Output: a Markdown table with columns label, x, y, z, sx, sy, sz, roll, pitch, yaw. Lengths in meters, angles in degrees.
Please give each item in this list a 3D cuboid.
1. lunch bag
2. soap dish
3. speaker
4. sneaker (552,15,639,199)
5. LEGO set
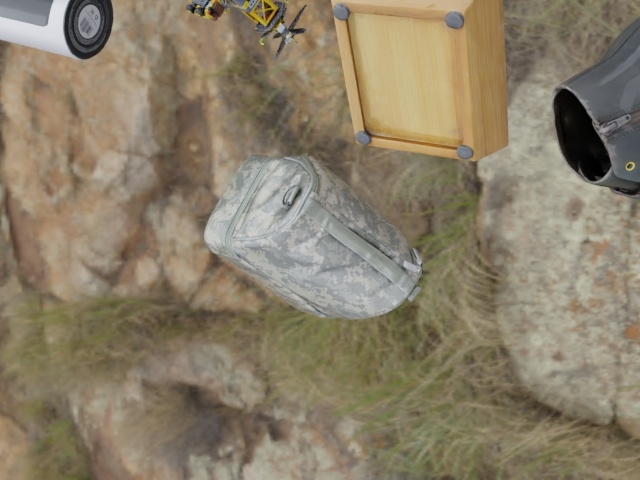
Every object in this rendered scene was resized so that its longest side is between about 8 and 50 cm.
| label | x | y | z | sx | sy | sz | roll | pitch | yaw |
| --- | --- | --- | --- | --- | --- | --- | --- | --- | --- |
| lunch bag | 0.000 | 0.000 | 1.753 | 0.256 | 0.305 | 0.212 | 12 | 68 | 57 |
| soap dish | 0.135 | -0.245 | 1.416 | 0.229 | 0.118 | 0.290 | 12 | 137 | 25 |
| speaker | -0.220 | -0.170 | 0.747 | 0.136 | 0.055 | 0.055 | 17 | 104 | 24 |
| sneaker | 0.239 | -0.035 | 0.683 | 0.222 | 0.118 | 0.083 | 57 | 163 | -7 |
| LEGO set | -0.058 | -0.452 | 1.680 | 0.255 | 0.192 | 0.331 | 19 | 77 | 54 |
